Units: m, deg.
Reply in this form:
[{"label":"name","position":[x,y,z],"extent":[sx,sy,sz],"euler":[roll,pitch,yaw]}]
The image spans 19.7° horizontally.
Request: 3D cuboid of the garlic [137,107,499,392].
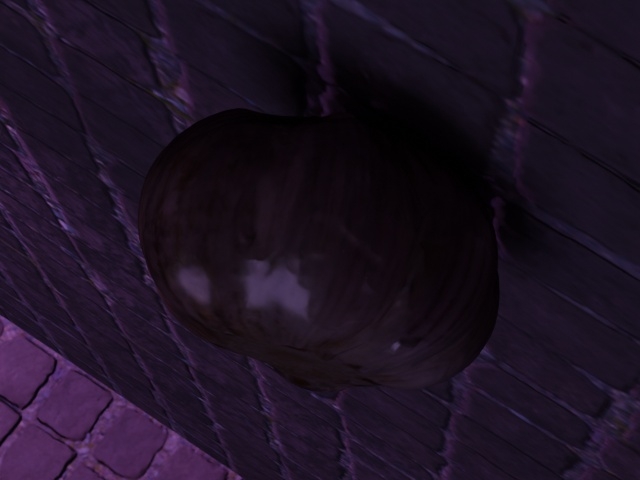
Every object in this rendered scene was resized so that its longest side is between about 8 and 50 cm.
[{"label":"garlic","position":[0.000,0.000,0.709],"extent":[0.147,0.102,0.159],"euler":[9,166,34]}]
